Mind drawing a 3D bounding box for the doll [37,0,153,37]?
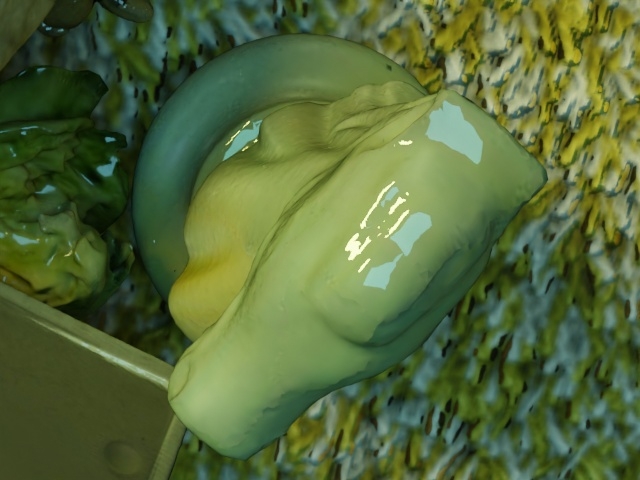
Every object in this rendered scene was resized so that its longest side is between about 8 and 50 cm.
[{"bbox_3d":[-0.108,-0.138,0.841,0.093,0.051,0.061,-18,102,-30],"label":"doll"}]

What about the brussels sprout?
[{"bbox_3d":[-0.171,-0.012,0.812,0.139,0.100,0.181,34,141,-30],"label":"brussels sprout"}]

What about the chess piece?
[{"bbox_3d":[0.000,0.000,0.737,0.175,0.298,0.176,-1,100,-6],"label":"chess piece"}]

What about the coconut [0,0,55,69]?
[{"bbox_3d":[-0.246,-0.174,0.705,0.329,0.329,0.329,-1,101,-4],"label":"coconut"}]

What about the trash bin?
[{"bbox_3d":[-0.183,0.139,0.785,0.164,0.122,0.240,26,134,-7],"label":"trash bin"}]
